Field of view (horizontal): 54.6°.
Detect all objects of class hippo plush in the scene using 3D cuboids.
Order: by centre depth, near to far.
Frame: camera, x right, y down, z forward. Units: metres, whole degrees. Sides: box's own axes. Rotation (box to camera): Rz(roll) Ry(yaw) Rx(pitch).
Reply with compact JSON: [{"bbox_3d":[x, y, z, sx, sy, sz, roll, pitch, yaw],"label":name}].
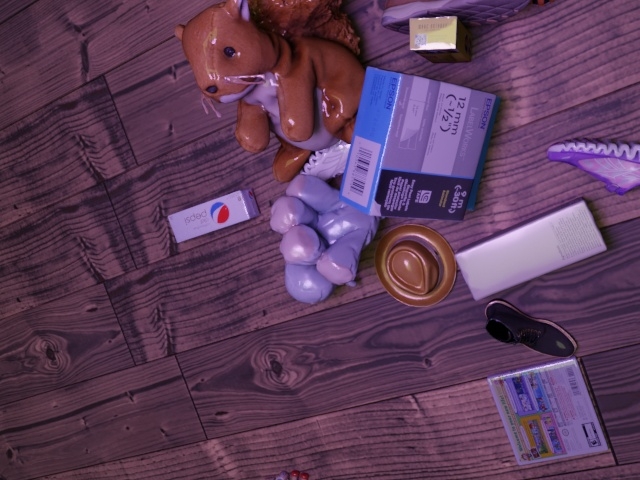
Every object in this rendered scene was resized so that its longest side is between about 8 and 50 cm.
[{"bbox_3d":[0.000,0.000,1.332,0.234,0.294,0.236,40,144,7],"label":"hippo plush"}]

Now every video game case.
[{"bbox_3d":[0.490,0.371,1.345,0.193,0.023,0.212,-20,94,22],"label":"video game case"}]

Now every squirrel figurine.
[{"bbox_3d":[-0.087,-0.360,1.196,0.281,0.370,0.397,-8,65,47],"label":"squirrel figurine"}]

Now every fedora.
[{"bbox_3d":[0.202,0.061,1.361,0.194,0.079,0.194,4,102,19],"label":"fedora"}]

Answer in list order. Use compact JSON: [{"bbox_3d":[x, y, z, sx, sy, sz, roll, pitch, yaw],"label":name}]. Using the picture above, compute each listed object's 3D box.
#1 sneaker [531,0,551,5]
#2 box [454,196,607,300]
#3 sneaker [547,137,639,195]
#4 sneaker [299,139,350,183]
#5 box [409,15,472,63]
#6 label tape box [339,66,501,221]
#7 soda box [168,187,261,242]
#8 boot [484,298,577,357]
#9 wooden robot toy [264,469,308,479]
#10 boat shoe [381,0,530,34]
[{"bbox_3d":[0.402,-0.598,1.109,0.124,0.180,0.321,-5,99,21],"label":"sneaker"},{"bbox_3d":[0.424,0.017,1.264,0.275,0.094,0.113,-24,91,23],"label":"box"},{"bbox_3d":[0.557,-0.140,1.191,0.236,0.095,0.104,9,111,17],"label":"sneaker"},{"bbox_3d":[0.055,-0.194,1.359,0.118,0.110,0.292,38,111,0],"label":"sneaker"},{"bbox_3d":[0.234,-0.379,1.184,0.087,0.232,0.058,4,101,18],"label":"box"},{"bbox_3d":[0.225,-0.170,1.174,0.115,0.347,0.249,33,116,55],"label":"label tape box"},{"bbox_3d":[-0.259,-0.061,1.513,0.216,0.069,0.074,-17,94,23],"label":"soda box"},{"bbox_3d":[0.426,0.202,1.274,0.198,0.137,0.077,24,107,14],"label":"boot"},{"bbox_3d":[-0.074,0.635,1.571,0.173,0.079,0.076,6,102,19],"label":"wooden robot toy"},{"bbox_3d":[0.247,-0.474,1.177,0.324,0.123,0.116,10,94,44],"label":"boat shoe"}]
